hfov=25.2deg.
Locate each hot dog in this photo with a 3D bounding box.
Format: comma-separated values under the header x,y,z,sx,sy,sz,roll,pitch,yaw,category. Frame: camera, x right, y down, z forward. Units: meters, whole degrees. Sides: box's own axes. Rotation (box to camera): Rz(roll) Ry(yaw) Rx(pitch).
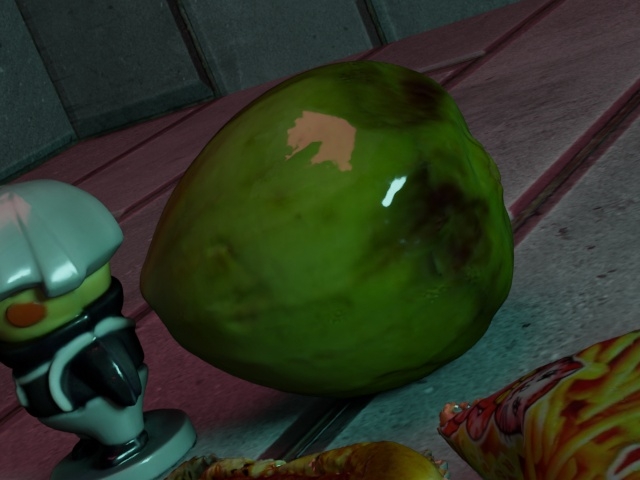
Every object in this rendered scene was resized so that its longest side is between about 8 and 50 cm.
x,y,z,sx,sy,sz,roll,pitch,yaw,category
-0.029,0.162,0.754,0.252,0.069,0.131,-10,37,50,hot dog

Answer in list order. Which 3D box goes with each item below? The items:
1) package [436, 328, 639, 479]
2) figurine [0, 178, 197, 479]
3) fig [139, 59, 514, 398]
x,y,z,sx,sy,sz,roll,pitch,yaw,category
0.191,0.098,0.620,0.223,0.108,0.288,-19,20,-8,package
-0.199,0.067,1.082,0.133,0.236,0.176,-32,17,-32,figurine
0.000,0.000,1.027,0.271,0.239,0.239,-17,14,12,fig
